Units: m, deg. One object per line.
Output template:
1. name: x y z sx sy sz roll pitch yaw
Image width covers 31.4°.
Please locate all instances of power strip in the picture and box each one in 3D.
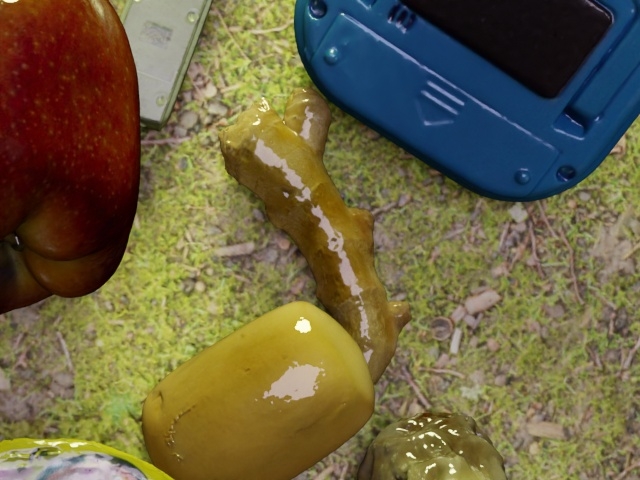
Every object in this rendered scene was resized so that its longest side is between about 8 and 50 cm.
1. power strip: -0.146 -0.232 1.104 0.078 0.052 0.272 20 82 -8

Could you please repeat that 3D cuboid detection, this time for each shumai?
1. shumai: 0.120 0.267 1.048 0.166 0.175 0.206 -16 92 -11

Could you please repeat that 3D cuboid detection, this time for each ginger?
1. ginger: 0.000 0.000 1.106 0.118 0.065 0.299 -23 92 -4

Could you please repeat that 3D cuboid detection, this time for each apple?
1. apple: -0.285 -0.097 0.943 0.288 0.288 0.317 -15 63 -11

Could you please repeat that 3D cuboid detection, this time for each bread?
1. bread: -0.059 0.156 1.045 0.217 0.098 0.147 -36 92 8

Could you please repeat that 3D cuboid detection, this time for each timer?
1. timer: 0.160 -0.212 1.064 0.340 0.115 0.309 32 112 -5

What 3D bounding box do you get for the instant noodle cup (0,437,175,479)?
1. instant noodle cup: -0.226 0.313 0.943 0.325 0.254 0.325 1 85 -10
